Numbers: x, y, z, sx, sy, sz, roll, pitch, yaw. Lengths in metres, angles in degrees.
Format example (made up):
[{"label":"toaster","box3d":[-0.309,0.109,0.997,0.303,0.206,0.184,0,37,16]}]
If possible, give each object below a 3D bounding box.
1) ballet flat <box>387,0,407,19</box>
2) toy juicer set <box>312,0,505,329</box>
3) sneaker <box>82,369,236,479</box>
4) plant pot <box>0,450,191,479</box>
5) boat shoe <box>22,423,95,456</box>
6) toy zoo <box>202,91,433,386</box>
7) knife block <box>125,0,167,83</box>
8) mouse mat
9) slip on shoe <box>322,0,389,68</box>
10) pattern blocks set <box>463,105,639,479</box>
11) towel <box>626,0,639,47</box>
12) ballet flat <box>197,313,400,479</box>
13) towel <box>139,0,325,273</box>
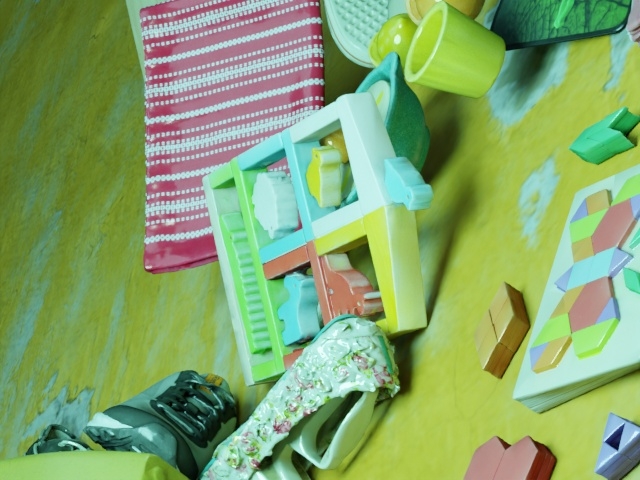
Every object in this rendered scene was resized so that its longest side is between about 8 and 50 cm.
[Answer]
[{"label":"ballet flat","box3d":[0.111,-0.285,1.780,0.086,0.086,0.248,-28,37,54]},{"label":"toy juicer set","box3d":[0.038,-0.103,1.661,0.329,0.089,0.209,-58,20,34]},{"label":"sneaker","box3d":[-0.124,0.153,1.635,0.108,0.100,0.271,-49,-2,-2]},{"label":"plant pot","box3d":[-0.159,0.282,1.502,0.187,0.212,0.212,-26,36,34]},{"label":"boat shoe","box3d":[-0.261,0.231,1.957,0.070,0.078,0.219,-61,19,-1]},{"label":"toy zoo","box3d":[0.000,0.000,1.591,0.293,0.030,0.192,-24,76,56]},{"label":"knife block","box3d":[-0.126,-0.160,1.970,0.088,0.275,0.242,-47,-6,28]},{"label":"mouse mat","box3d":[0.210,-0.239,1.557,0.153,0.007,0.189,-4,60,50]},{"label":"slip on shoe","box3d":[0.059,-0.275,1.903,0.331,0.123,0.101,-91,2,-45]},{"label":"pattern blocks set","box3d":[0.189,0.024,1.280,0.285,0.026,0.325,-39,28,42]},{"label":"towel","box3d":[0.297,-0.231,1.386,0.197,0.029,0.144,-35,29,47]},{"label":"ballet flat","box3d":[-0.021,0.158,1.511,0.241,0.091,0.077,-54,54,29]},{"label":"towel","box3d":[-0.085,-0.111,1.825,0.199,0.031,0.274,-9,74,27]}]
